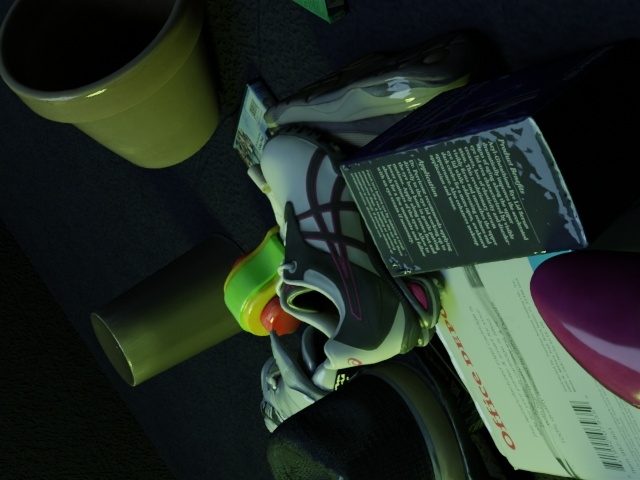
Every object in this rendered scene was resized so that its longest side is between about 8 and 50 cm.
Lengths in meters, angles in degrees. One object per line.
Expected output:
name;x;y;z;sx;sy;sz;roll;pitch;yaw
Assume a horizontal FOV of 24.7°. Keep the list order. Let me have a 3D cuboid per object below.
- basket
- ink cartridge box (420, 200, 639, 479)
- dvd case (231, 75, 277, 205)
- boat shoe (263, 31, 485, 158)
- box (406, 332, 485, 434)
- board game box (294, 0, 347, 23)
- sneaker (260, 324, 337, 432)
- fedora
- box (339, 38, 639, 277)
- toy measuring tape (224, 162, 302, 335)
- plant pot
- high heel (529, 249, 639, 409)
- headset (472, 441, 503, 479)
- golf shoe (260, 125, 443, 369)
basket;-0.219;0.110;2.212;0.154;0.227;0.204;63;160;-7
ink cartridge box;0.230;0.081;1.250;0.223;0.129;0.307;62;161;-6
dvd case;-0.028;-0.063;1.822;0.253;0.022;0.180;55;160;13
boat shoe;0.052;-0.105;1.418;0.130;0.132;0.355;64;161;-10
box;0.134;0.129;1.619;0.147;0.077;0.180;52;159;22
board game box;-0.041;-0.352;1.448;0.136;0.030;0.259;37;150;43
sneaker;-0.002;0.177;1.923;0.366;0.137;0.210;-128;28;-64
fedora;0.040;0.257;1.591;0.334;0.152;0.334;47;144;50
box;0.147;-0.061;1.141;0.207;0.153;0.108;-12;108;46
toy measuring tape;-0.080;0.034;1.889;0.121;0.121;0.330;46;164;33
plant pot;-0.240;-0.211;1.841;0.263;0.263;0.229;42;170;40
high heel;0.309;0.051;0.943;0.377;0.127;0.181;18;150;22
headset;0.203;0.355;1.748;0.243;0.185;0.394;99;152;-66
golf shoe;0.000;0.000;1.355;0.273;0.120;0.105;53;158;33
